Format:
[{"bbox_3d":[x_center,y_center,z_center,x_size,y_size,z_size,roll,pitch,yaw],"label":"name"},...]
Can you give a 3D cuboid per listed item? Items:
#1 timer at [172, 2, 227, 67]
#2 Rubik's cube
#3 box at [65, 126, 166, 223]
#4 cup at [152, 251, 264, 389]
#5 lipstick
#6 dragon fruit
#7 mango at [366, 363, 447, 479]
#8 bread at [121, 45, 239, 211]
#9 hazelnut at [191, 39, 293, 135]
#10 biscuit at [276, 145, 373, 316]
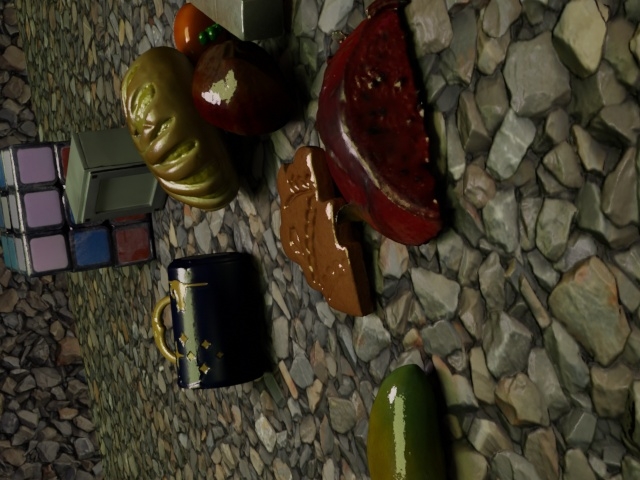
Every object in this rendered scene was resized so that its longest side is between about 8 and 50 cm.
[{"bbox_3d":[-0.226,-0.398,1.783,0.136,0.099,0.136,36,140,37],"label":"timer"},{"bbox_3d":[-0.679,-0.097,2.493,0.363,0.359,0.362,14,109,63],"label":"Rubik's cube"},{"bbox_3d":[-0.484,-0.159,2.229,0.117,0.225,0.225,67,151,25],"label":"box"},{"bbox_3d":[-0.256,0.161,1.872,0.178,0.255,0.256,-18,-78,-77],"label":"cup"},{"bbox_3d":[-0.174,-0.446,1.657,0.371,0.080,0.076,46,142,51],"label":"lipstick"},{"bbox_3d":[0.055,-0.144,1.312,0.282,0.100,0.343,150,109,-67],"label":"dragon fruit"},{"bbox_3d":[0.121,0.294,1.332,0.137,0.091,0.237,-6,88,58],"label":"mango"},{"bbox_3d":[-0.268,-0.199,1.742,0.333,0.160,0.333,-23,-90,-89],"label":"bread"},{"bbox_3d":[-0.128,-0.260,1.570,0.202,0.170,0.160,17,94,42],"label":"hazelnut"},{"bbox_3d":[0.000,0.000,1.495,0.306,0.043,0.284,60,154,30],"label":"biscuit"}]
